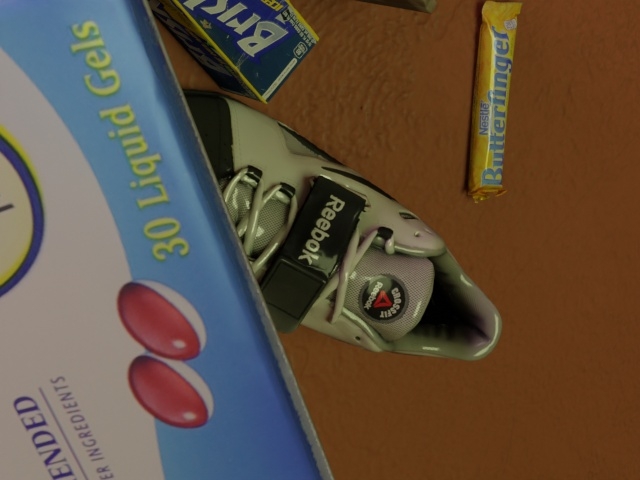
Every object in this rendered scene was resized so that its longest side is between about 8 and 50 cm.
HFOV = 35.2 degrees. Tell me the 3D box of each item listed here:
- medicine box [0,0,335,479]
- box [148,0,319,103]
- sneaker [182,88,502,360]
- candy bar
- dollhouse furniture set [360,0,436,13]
[{"bbox_3d":[-0.172,0.043,0.415,0.289,0.149,0.263,-22,116,-6],"label":"medicine box"},{"bbox_3d":[-0.077,-0.159,0.598,0.059,0.054,0.169,-52,128,-10],"label":"box"},{"bbox_3d":[0.000,0.000,0.660,0.331,0.146,0.122,22,94,-39],"label":"sneaker"},{"bbox_3d":[0.137,-0.109,0.802,0.040,0.018,0.161,-11,113,-34],"label":"candy bar"},{"bbox_3d":[0.035,-0.261,0.612,0.161,0.101,0.182,27,90,-40],"label":"dollhouse furniture set"}]
